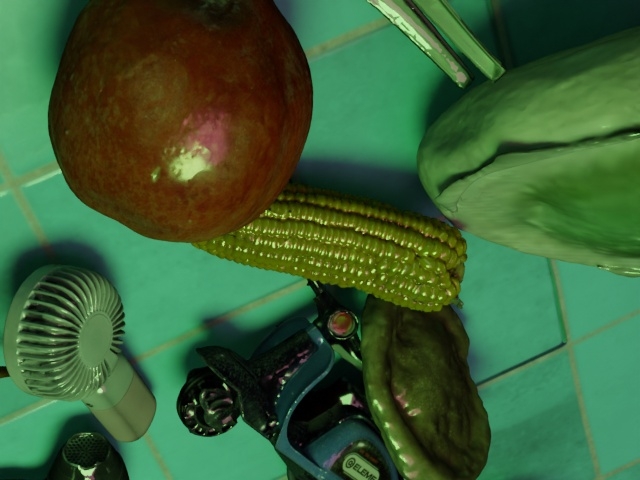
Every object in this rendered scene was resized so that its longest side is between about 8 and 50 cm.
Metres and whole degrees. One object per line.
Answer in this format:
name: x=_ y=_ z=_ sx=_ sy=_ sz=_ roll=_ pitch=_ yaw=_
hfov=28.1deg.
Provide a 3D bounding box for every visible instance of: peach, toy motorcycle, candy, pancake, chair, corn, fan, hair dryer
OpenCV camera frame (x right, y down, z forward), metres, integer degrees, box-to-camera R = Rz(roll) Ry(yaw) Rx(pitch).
peach: x=-0.108 y=-0.132 z=1.096 sx=0.232 sy=0.232 sz=0.257 roll=23 pitch=108 yaw=-31
toy motorcycle: x=0.008 y=0.180 z=1.399 sx=0.213 sy=0.125 sz=0.358 roll=-49 pitch=128 yaw=0
candy: x=0.300 y=-0.089 z=1.232 sx=0.426 sy=0.186 sz=0.386 roll=-10 pitch=156 yaw=27
pancake: x=0.116 y=0.151 z=1.360 sx=0.042 sy=0.236 sz=0.222 roll=-19 pitch=148 yaw=33
chair: x=0.101 y=-0.284 z=1.111 sx=0.274 sy=0.190 sz=0.203 roll=40 pitch=100 yaw=-6
corn: x=0.002 y=-0.004 z=1.271 sx=0.312 sy=0.102 sz=0.102 roll=14 pitch=114 yaw=-18
fan: x=-0.229 y=0.124 z=1.273 sx=0.074 sy=0.130 sz=0.244 roll=7 pitch=145 yaw=25
hair dryer: x=-0.341 y=0.299 z=1.372 sx=0.271 sy=0.091 sz=0.236 roll=1 pitch=130 yaw=-9

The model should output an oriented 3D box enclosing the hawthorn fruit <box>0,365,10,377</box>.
hawthorn fruit: x=-0.387 y=0.131 z=1.158 sx=0.266 sy=0.210 sz=0.230 roll=10 pitch=111 yaw=-42
